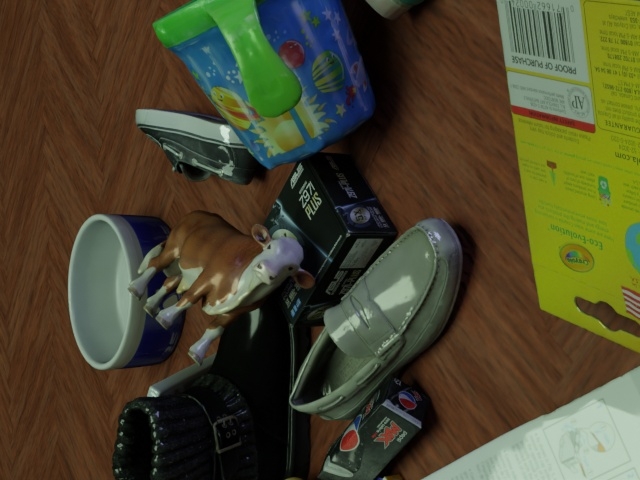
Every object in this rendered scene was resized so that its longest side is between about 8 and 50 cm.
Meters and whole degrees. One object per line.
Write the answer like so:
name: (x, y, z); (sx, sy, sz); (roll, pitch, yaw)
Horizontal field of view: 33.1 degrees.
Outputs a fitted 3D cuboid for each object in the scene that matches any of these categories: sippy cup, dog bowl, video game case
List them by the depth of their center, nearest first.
sippy cup: (-0.050, -0.219, 1.312); (0.240, 0.305, 0.224); (-15, 110, 43)
video game case: (-0.199, 0.260, 1.581); (0.023, 0.201, 0.183); (28, 116, 23)
dog bowl: (-0.335, 0.087, 1.847); (0.265, 0.104, 0.265); (-1, 89, 55)

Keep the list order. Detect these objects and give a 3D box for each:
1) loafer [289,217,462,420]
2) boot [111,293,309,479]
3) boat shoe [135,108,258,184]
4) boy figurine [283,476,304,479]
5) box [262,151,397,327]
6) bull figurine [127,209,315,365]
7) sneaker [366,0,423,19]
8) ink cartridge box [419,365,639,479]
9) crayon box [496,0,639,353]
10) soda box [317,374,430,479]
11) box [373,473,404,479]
loafer: (0.062, 0.103, 1.271); (0.112, 0.111, 0.319); (58, 134, 37)
boot: (-0.149, 0.194, 1.443); (0.131, 0.260, 0.348); (-16, 78, 53)
boat shoe: (-0.193, -0.142, 1.651); (0.301, 0.108, 0.102); (17, 103, 46)
boy figurine: (-0.018, 0.450, 1.387); (0.177, 0.092, 0.285); (126, 132, -73)
box: (0.000, 0.000, 1.389); (0.180, 0.077, 0.147); (-59, 45, 37)
bull figurine: (-0.136, 0.047, 1.398); (0.188, 0.101, 0.310); (-43, 27, -10)
sneaker: (0.039, -0.404, 1.223); (0.121, 0.108, 0.302); (-33, 105, 31)
ink cartridge box: (0.251, 0.336, 1.060); (0.385, 0.091, 0.308); (-36, 59, 30)
crayon box: (0.255, -0.064, 0.907); (0.202, 0.081, 0.318); (29, 136, 56)
soda box: (0.063, 0.239, 1.301); (0.169, 0.060, 0.053); (-56, 5, 38)
box: (0.098, 0.348, 1.297); (0.136, 0.028, 0.081); (54, 132, 43)
